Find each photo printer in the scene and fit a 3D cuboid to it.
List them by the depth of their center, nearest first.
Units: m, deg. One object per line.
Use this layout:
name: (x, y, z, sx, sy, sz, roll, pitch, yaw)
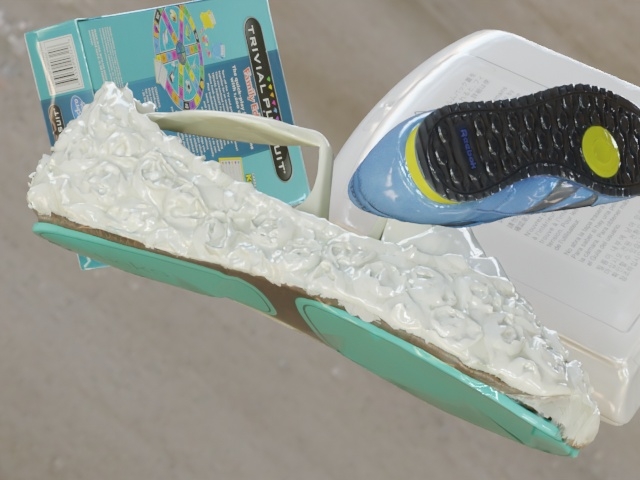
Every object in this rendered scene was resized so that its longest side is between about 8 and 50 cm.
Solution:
photo printer: (0.161, -0.025, 1.380, 0.307, 0.107, 0.256, 26, 61, 25)

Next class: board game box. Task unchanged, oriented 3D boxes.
board game box: (-0.157, -0.129, 1.961, 0.336, 0.079, 0.253, -21, 100, -55)

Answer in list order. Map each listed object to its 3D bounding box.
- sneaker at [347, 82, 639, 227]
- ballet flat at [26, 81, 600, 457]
sneaker: (0.108, -0.045, 1.037, 0.209, 0.082, 0.069, -6, 78, -37)
ballet flat: (0.000, 0.000, 1.139, 0.409, 0.147, 0.147, 22, 24, 16)
